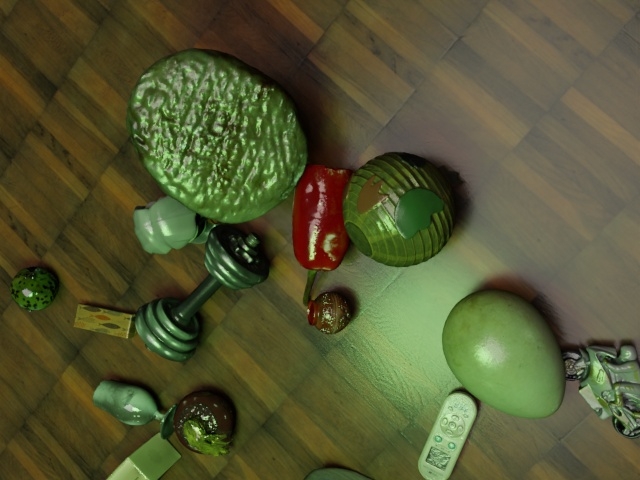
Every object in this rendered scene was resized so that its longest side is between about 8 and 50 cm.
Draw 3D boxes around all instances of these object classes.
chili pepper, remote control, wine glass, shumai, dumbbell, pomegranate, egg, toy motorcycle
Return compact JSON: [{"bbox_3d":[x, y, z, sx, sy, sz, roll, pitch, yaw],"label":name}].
[{"bbox_3d":[-0.001,0.000,1.676,0.131,0.134,0.338,12,97,38],"label":"chili pepper"},{"bbox_3d":[0.286,0.440,1.668,0.078,0.042,0.221,23,103,16],"label":"remote control"},{"bbox_3d":[-0.470,0.425,1.905,0.222,0.103,0.103,17,100,16],"label":"wine glass"},{"bbox_3d":[-0.238,-0.244,1.657,0.397,0.323,0.324,33,94,-20],"label":"shumai"},{"bbox_3d":[-0.283,0.128,1.773,0.406,0.179,0.179,-45,80,17],"label":"dumbbell"},{"bbox_3d":[-0.770,0.139,1.989,0.122,0.122,0.161,48,134,10],"label":"pomegranate"},{"bbox_3d":[0.381,0.238,1.525,0.218,0.218,0.295,-38,90,18],"label":"egg"},{"bbox_3d":[0.605,0.287,1.524,0.225,0.073,0.152,46,106,12],"label":"toy motorcycle"}]

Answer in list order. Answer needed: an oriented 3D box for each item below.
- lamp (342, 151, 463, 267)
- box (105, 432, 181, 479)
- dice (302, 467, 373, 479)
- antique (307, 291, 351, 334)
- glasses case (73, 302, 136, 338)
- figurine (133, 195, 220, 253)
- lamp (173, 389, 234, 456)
[{"bbox_3d":[0.187,-0.077,1.568,0.284,0.250,0.250,-32,82,-15],"label":"lamp"},{"bbox_3d":[-0.477,0.613,1.887,0.095,0.168,0.212,45,107,7],"label":"box"},{"bbox_3d":[0.033,0.694,1.677,0.251,0.243,0.259,23,105,16],"label":"dice"},{"bbox_3d":[0.024,0.167,1.710,0.104,0.104,0.104,2,95,20],"label":"antique"},{"bbox_3d":[-0.563,0.211,1.953,0.169,0.041,0.065,9,86,19],"label":"glasses case"},{"bbox_3d":[-0.328,-0.044,1.743,0.176,0.236,0.133,-22,86,21],"label":"figurine"},{"bbox_3d":[-0.292,0.450,1.824,0.157,0.135,0.156,7,96,21],"label":"lamp"}]
